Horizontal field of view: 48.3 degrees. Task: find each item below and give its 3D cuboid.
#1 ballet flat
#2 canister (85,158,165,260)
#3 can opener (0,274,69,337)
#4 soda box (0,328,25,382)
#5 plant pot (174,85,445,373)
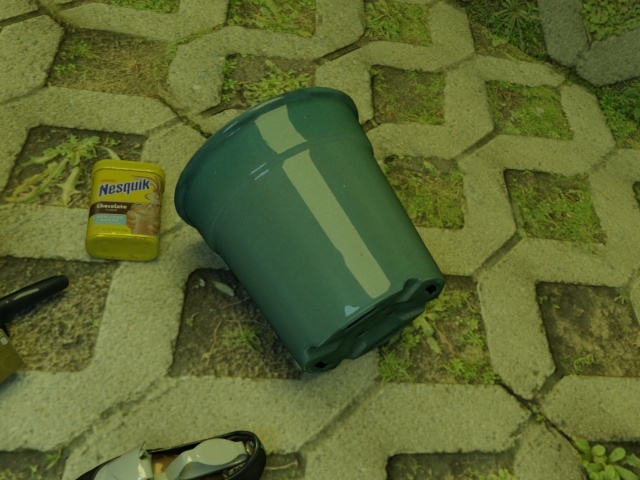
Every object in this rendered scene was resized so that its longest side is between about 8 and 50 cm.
[{"bbox_3d":[-0.202,0.297,0.917,0.280,0.096,0.095,-11,54,-26],"label":"ballet flat"},{"bbox_3d":[-0.329,-0.051,1.210,0.126,0.073,0.170,4,49,-14],"label":"canister"},{"bbox_3d":[-0.459,0.098,1.054,0.059,0.073,0.186,2,28,41],"label":"can opener"},{"bbox_3d":[-0.485,0.193,0.931,0.181,0.058,0.061,-42,112,-40],"label":"soda box"},{"bbox_3d":[0.000,0.000,1.114,0.341,0.341,0.334,-20,65,-31],"label":"plant pot"}]
